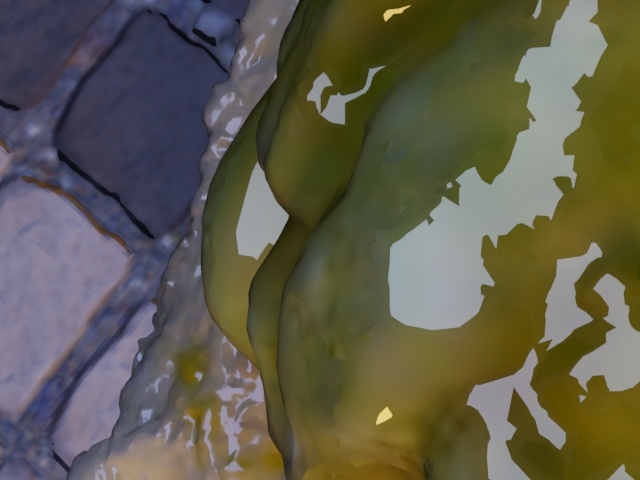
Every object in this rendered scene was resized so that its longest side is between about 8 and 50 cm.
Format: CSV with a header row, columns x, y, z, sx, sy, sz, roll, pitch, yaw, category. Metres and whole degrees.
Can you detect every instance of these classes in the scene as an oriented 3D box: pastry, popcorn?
x,y,z,sx,sy,sz,roll,pitch,yaw,category
0.006,-0.001,0.637,0.122,0.089,0.258,10,79,25,pastry
0.143,-0.019,0.460,0.334,0.292,0.293,-42,20,-20,popcorn
